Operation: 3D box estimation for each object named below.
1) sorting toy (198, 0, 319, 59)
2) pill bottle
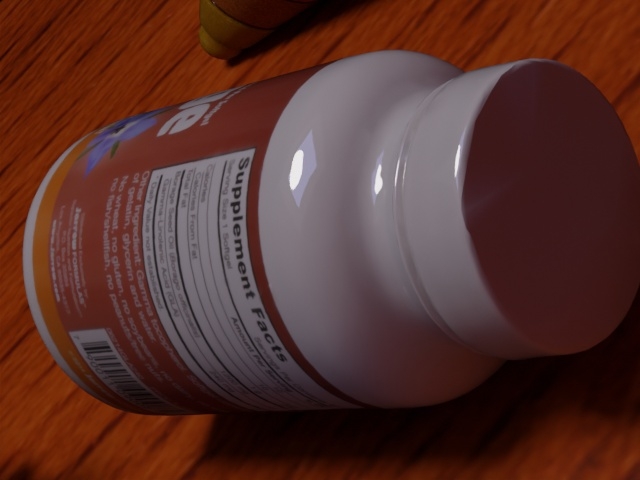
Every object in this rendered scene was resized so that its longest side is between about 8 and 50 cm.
[{"bbox_3d":[-0.052,-0.230,0.879,0.126,0.127,0.365,-57,32,34],"label":"sorting toy"},{"bbox_3d":[0.000,0.000,0.536,0.216,0.121,0.121,-9,48,46],"label":"pill bottle"}]
